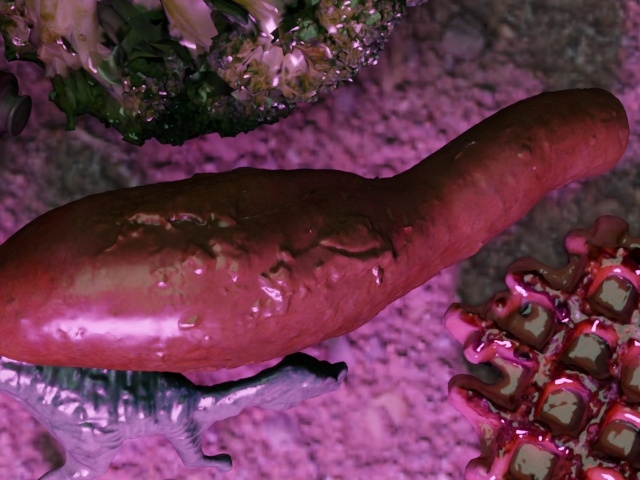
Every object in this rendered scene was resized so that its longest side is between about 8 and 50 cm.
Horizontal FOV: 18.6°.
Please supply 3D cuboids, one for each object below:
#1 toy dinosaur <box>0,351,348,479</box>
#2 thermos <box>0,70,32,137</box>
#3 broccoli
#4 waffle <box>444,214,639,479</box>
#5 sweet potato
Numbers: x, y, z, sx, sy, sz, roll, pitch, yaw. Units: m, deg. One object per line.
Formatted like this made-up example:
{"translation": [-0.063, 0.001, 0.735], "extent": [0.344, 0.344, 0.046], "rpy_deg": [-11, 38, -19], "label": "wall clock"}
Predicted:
{"translation": [-0.177, 0.092, 1.040], "extent": [0.383, 0.129, 0.076], "rpy_deg": [2, 44, -20], "label": "toy dinosaur"}
{"translation": [-0.262, -0.105, 1.060], "extent": [0.232, 0.124, 0.099], "rpy_deg": [19, 106, 11], "label": "thermos"}
{"translation": [-0.073, -0.178, 1.010], "extent": [0.295, 0.245, 0.265], "rpy_deg": [20, 85, 14], "label": "broccoli"}
{"translation": [0.186, 0.099, 1.074], "extent": [0.221, 0.055, 0.234], "rpy_deg": [-21, 79, -1], "label": "waffle"}
{"translation": [0.000, 0.000, 1.017], "extent": [0.385, 0.109, 0.109], "rpy_deg": [-14, 83, -19], "label": "sweet potato"}
